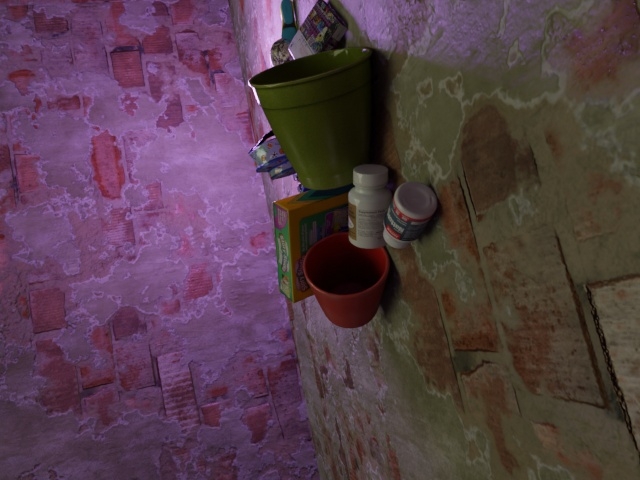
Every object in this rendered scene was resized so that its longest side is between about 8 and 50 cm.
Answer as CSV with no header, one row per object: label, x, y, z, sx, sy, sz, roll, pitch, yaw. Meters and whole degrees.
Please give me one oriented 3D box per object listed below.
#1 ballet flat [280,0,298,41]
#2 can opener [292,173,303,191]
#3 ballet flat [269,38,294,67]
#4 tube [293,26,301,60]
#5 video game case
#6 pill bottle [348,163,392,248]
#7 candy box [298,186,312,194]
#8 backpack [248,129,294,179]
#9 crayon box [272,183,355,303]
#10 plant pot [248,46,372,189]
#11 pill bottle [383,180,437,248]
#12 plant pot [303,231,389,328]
ballet flat,-0.138,-0.949,2.147,0.077,0.077,0.231,-69,-23,-75
can opener,-0.087,-0.333,2.374,0.095,0.075,0.284,-42,52,35
ballet flat,-0.138,-0.646,2.173,0.182,0.163,0.483,44,147,37
tube,-0.057,-0.728,1.835,0.070,0.062,0.240,-28,45,37
video game case,-0.017,-0.697,1.669,0.210,0.041,0.232,-51,41,27
pill bottle,0.148,-0.103,1.440,0.131,0.131,0.230,-125,29,-59
candy box,-0.054,-0.106,1.879,0.317,0.122,0.268,-98,33,-82
backpack,-0.187,-0.393,2.225,0.276,0.263,0.213,-28,79,63
crayon box,0.000,0.000,1.687,0.106,0.312,0.363,35,136,46
plant pot,0.007,-0.359,1.478,0.366,0.366,0.353,-125,17,-59
pill bottle,0.221,-0.057,1.237,0.180,0.107,0.108,104,153,-58
plant pot,0.092,0.147,1.606,0.243,0.274,0.275,80,170,-48
